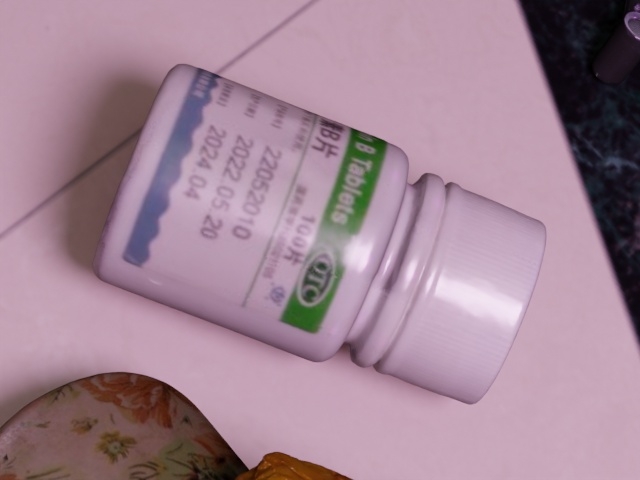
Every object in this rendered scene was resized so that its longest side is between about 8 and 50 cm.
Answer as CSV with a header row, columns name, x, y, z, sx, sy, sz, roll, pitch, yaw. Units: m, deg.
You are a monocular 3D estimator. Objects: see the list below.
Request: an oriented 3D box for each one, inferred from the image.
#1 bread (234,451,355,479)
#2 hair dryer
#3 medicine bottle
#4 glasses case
name,x,y,z,sx,sy,sz,roll,pitch,yaw
bread,0.072,0.193,1.032,0.271,0.077,0.139,21,36,-27
hair dryer,0.201,-0.144,1.272,0.026,0.047,0.083,25,47,-11
medicine bottle,0.000,0.000,1.114,0.237,0.139,0.139,21,66,-2
glasses case,-0.031,0.257,1.028,0.156,0.098,0.425,-33,79,-32
